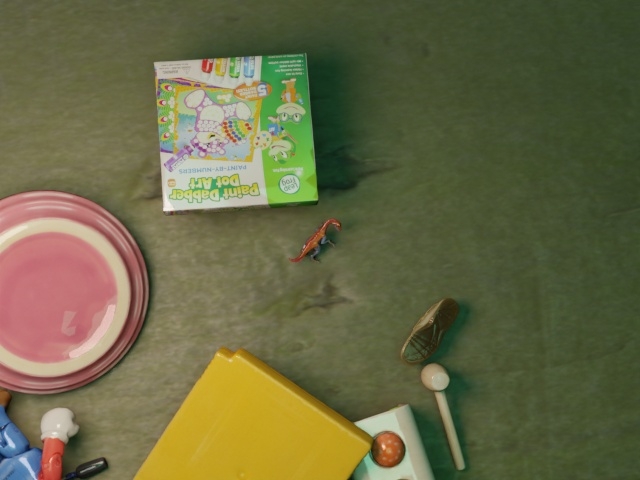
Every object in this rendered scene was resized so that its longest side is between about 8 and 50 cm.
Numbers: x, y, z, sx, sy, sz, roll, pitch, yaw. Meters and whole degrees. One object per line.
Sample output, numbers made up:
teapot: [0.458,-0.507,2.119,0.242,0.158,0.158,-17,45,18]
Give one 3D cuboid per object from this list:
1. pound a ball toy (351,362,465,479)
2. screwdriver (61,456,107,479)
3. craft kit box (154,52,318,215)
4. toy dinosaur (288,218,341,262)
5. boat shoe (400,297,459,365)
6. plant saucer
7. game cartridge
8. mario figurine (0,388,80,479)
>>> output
pound a ball toy: [0.157,0.376,1.742,0.208,0.136,0.319,-17,84,-6]
screwdriver: [-0.429,0.392,1.760,0.170,0.024,0.025,-18,113,-4]
craft kit box: [-0.136,-0.171,1.733,0.250,0.061,0.246,-5,85,-4]
toy dinosaur: [0.000,0.000,1.815,0.047,0.090,0.082,37,126,12]
boat shoe: [0.182,0.156,1.819,0.050,0.045,0.135,44,78,-5]
plant saucer: [-0.435,0.086,1.716,0.332,0.084,0.332,-2,95,-20]
game cartridge: [-0.118,0.362,1.711,0.285,0.052,0.323,35,103,1]
mario figurine: [-0.441,0.391,1.712,0.320,0.198,0.170,45,49,12]
